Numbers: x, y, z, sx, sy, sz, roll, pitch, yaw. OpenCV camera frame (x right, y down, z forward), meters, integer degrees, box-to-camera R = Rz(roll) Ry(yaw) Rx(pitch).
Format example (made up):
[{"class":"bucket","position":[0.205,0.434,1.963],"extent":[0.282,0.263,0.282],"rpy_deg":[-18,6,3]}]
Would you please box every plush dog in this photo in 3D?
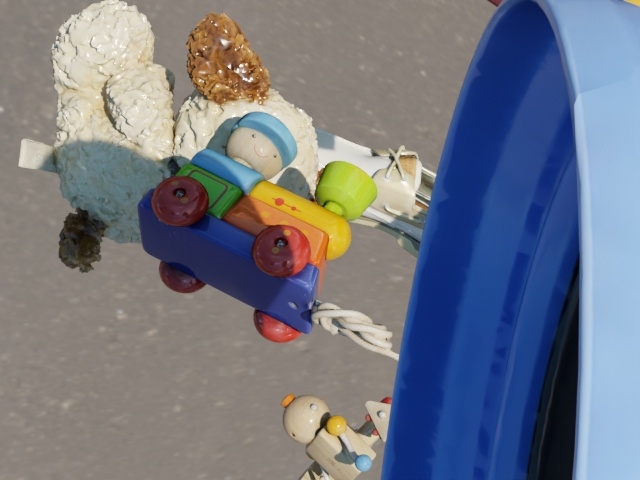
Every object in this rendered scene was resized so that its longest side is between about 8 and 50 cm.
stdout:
[{"class":"plush dog","position":[-0.110,-0.074,1.230],"extent":[0.225,0.262,0.210],"rpy_deg":[-10,42,27]}]

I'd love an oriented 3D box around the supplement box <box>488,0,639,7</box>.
[{"class":"supplement box","position":[0.184,-0.217,1.044],"extent":[0.194,0.191,0.129],"rpy_deg":[37,102,21]}]

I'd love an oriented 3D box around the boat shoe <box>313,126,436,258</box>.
[{"class":"boat shoe","position":[0.089,-0.071,1.776],"extent":[0.103,0.302,0.113],"rpy_deg":[-44,29,38]}]

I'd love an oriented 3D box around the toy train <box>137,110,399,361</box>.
[{"class":"toy train","position":[0.000,0.000,1.054],"extent":[0.248,0.105,0.143],"rpy_deg":[26,56,17]}]

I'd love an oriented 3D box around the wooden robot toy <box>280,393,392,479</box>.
[{"class":"wooden robot toy","position":[0.006,0.139,1.037],"extent":[0.079,0.173,0.076],"rpy_deg":[39,58,4]}]

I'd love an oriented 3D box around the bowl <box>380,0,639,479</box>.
[{"class":"bowl","position":[0.074,0.113,0.475],"extent":[0.077,0.391,0.391],"rpy_deg":[8,89,-2]}]
